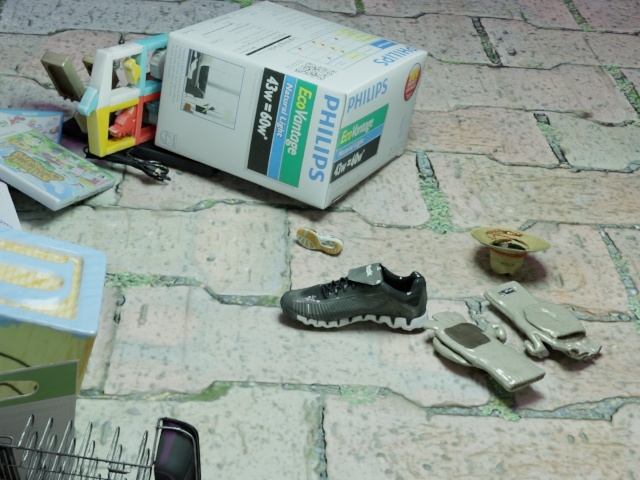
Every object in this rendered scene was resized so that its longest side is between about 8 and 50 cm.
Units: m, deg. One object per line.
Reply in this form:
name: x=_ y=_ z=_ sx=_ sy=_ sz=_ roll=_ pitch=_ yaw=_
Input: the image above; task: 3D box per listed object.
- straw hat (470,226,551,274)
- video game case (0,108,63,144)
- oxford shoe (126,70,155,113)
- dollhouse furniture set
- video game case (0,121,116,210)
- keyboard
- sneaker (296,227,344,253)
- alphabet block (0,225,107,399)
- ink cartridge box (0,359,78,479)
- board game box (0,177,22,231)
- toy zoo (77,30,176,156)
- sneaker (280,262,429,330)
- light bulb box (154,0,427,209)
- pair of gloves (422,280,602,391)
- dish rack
straw hat: x=0.313 y=0.025 z=1.989 sx=0.144 sy=0.061 sz=0.144 roll=7 pitch=15 yaw=-2
video game case: x=-0.529 y=-0.177 z=2.137 sx=0.119 sy=0.015 sz=0.166 roll=2 pitch=45 yaw=-8
oxford shoe: x=-0.327 y=-0.294 z=2.296 sx=0.076 sy=0.076 sz=0.212 roll=38 pitch=3 yaw=-16
dollhouse furniture set: x=-0.456 y=-0.257 z=2.175 sx=0.151 sy=0.144 sz=0.123 roll=19 pitch=66 yaw=18
video game case: x=-0.482 y=-0.130 z=2.020 sx=0.212 sy=0.023 sz=0.193 roll=30 pitch=23 yaw=11
keyboard: x=-0.336 y=-0.170 z=2.188 sx=0.317 sy=0.033 sz=0.201 roll=16 pitch=27 yaw=14
sneaker: x=0.000 y=0.000 z=1.997 sx=0.083 sy=0.032 sz=0.037 roll=22 pitch=21 yaw=12
alphabet block: x=-0.394 y=0.120 z=1.533 sx=0.192 sy=0.197 sz=0.193 roll=14 pitch=30 yaw=-12
ink cartridge box: x=-0.372 y=0.217 z=1.380 sx=0.171 sy=0.235 sz=0.056 roll=-8 pitch=42 yaw=-23
board game box: x=-0.652 y=-0.038 z=1.879 sx=0.318 sy=0.066 sz=0.318 roll=-7 pitch=35 yaw=-23
toy zoo: x=-0.328 y=-0.264 z=2.128 sx=0.030 sy=0.192 sz=0.293 roll=24 pitch=30 yaw=27
sneaker: x=0.057 y=0.077 z=1.811 sx=0.234 sy=0.106 sz=0.078 roll=3 pitch=32 yaw=-7
light bulb box: x=-0.050 y=-0.264 z=2.185 sx=0.361 sy=0.225 sz=0.358 roll=22 pitch=29 yaw=20
pair of gloves: x=0.290 y=0.149 z=1.810 sx=0.240 sy=0.042 sz=0.204 roll=-20 pitch=38 yaw=-39
dish rack: x=-0.276 y=0.272 z=1.355 sx=0.271 sy=0.208 sz=0.074 roll=8 pitch=48 yaw=3
